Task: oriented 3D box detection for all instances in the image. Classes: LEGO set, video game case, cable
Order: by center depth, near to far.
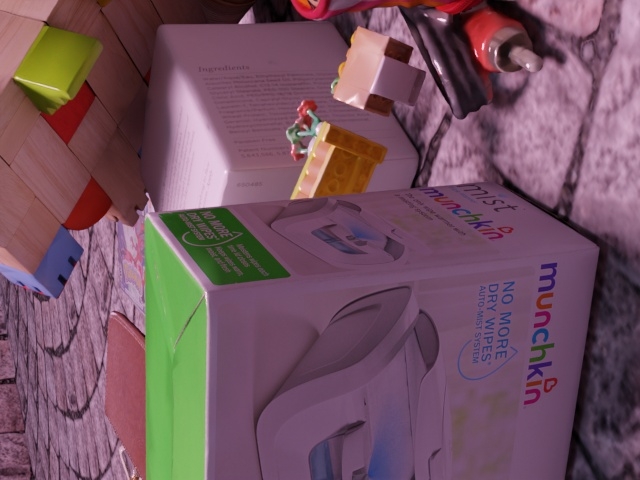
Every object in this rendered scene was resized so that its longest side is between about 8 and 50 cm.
[{"bbox_3d":[0.075,-0.174,0.772,0.287,0.072,0.139,-114,9,-64],"label":"cable"},{"bbox_3d":[0.000,0.000,0.786,0.107,0.132,0.287,32,136,55],"label":"LEGO set"},{"bbox_3d":[-0.240,0.005,1.588,0.201,0.023,0.183,-149,57,-63],"label":"video game case"}]

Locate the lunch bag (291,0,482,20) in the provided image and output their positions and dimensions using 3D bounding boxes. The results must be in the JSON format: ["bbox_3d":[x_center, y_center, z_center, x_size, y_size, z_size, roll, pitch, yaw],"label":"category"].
[{"bbox_3d":[0.039,-0.271,0.534,0.293,0.120,0.258,120,139,-60],"label":"lunch bag"}]

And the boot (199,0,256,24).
[{"bbox_3d":[-0.102,-0.349,1.047,0.220,0.109,0.283,136,122,-65],"label":"boot"}]

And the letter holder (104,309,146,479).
[{"bbox_3d":[-0.090,0.115,1.083,0.302,0.152,0.214,-145,54,-62],"label":"letter holder"}]

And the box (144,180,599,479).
[{"bbox_3d":[0.021,0.111,0.700,0.127,0.231,0.261,-137,46,-59],"label":"box"}]

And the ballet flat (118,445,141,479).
[{"bbox_3d":[-0.234,0.261,1.575,0.073,0.067,0.206,-154,61,-66],"label":"ballet flat"}]

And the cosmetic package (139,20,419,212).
[{"bbox_3d":[-0.041,-0.058,0.915,0.151,0.152,0.183,106,149,-41],"label":"cosmetic package"}]

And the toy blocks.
[{"bbox_3d":[-0.211,-0.113,0.975,0.381,0.191,0.261,-64,-23,-19],"label":"toy blocks"}]
